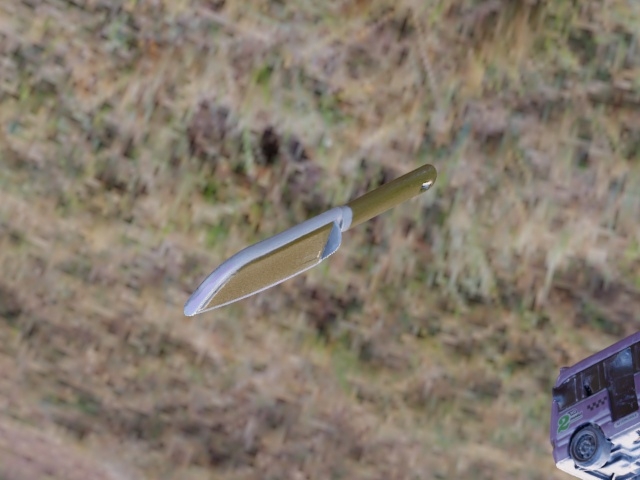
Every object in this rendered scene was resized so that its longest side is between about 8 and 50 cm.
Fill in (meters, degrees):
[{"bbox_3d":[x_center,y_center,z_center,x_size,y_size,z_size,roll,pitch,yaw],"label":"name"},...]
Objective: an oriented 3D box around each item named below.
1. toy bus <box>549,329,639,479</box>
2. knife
[{"bbox_3d":[0.252,0.110,1.269,0.087,0.098,0.178,24,136,-39],"label":"toy bus"},{"bbox_3d":[0.001,0.001,1.153,0.022,0.256,0.046,41,129,20],"label":"knife"}]
